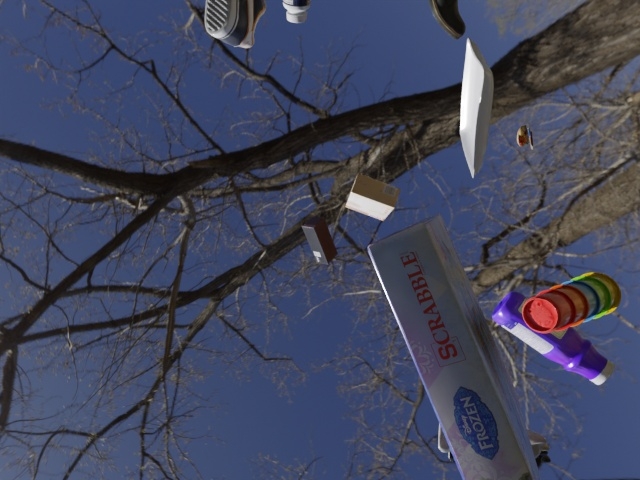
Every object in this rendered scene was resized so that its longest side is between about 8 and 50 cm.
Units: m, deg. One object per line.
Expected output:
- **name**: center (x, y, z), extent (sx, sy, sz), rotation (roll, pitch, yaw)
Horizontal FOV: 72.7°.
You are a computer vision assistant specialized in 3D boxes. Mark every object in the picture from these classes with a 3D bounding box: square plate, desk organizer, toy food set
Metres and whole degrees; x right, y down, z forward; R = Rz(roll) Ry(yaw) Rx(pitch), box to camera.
- **square plate**: center (0.506, -0.437, 1.419), extent (0.049, 0.347, 0.344), rotation (-2, -142, 10)
- **desk organizer**: center (0.000, 0.000, 1.218), extent (0.050, 0.047, 0.130), rotation (-45, -52, -34)
- **toy food set**: center (0.802, -0.413, 1.720), extent (0.083, 0.020, 0.083), rotation (-18, -70, -39)

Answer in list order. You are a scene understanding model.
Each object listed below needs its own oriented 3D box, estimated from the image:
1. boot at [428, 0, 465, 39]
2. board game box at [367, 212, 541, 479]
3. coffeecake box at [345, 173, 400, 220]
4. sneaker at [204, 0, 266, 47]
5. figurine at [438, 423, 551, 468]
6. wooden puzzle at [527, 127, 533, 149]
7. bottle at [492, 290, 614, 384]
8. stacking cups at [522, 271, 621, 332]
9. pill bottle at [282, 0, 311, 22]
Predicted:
- **boot**: center (0.322, -0.592, 1.018), extent (0.198, 0.137, 0.077), rotation (47, -135, -21)
- **board game box**: center (0.177, 0.125, 0.555), extent (0.318, 0.066, 0.318), rotation (68, -161, 3)
- **coffeecake box**: center (0.165, -0.136, 1.411), extent (0.142, 0.185, 0.068), rotation (20, -100, 1)
- **sneaker**: center (-0.212, -0.648, 1.099), extent (0.127, 0.126, 0.321), rotation (7, -91, -57)
- **figurine**: center (0.374, 0.432, 0.928), extent (0.215, 0.209, 0.092), rotation (54, -137, -49)
- **wooden puzzle**: center (0.797, -0.385, 1.646), extent (0.116, 0.014, 0.078), rotation (-10, -90, -63)
- **bottle**: center (0.578, 0.242, 1.090), extent (0.283, 0.118, 0.092), rotation (36, -100, 19)
- **stacking cups**: center (0.486, 0.125, 0.832), extent (0.316, 0.096, 0.096), rotation (-5, -108, -45)
- **pill bottle**: center (-0.055, -0.579, 1.014), extent (0.067, 0.120, 0.067), rotation (2, -132, -2)
